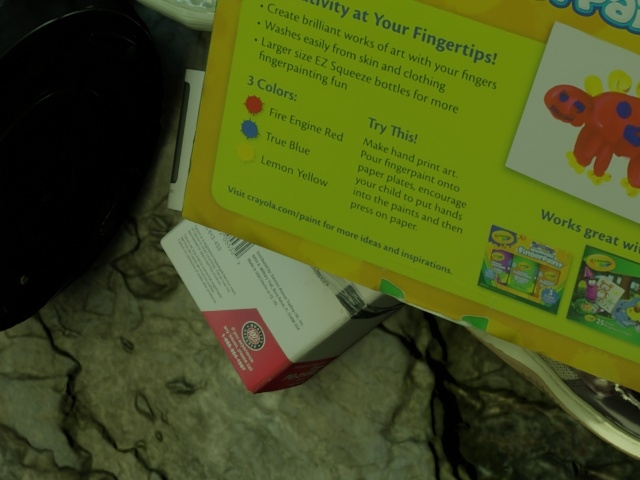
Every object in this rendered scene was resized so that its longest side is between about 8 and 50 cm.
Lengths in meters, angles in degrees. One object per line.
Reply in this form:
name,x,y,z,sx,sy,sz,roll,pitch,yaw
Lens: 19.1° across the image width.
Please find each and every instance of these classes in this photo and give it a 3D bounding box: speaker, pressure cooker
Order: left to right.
pressure cooker,-0.406,-0.152,1.780,0.420,0.375,0.370,30,107,25
speaker,-0.109,-0.092,1.794,0.055,0.055,0.136,11,96,29

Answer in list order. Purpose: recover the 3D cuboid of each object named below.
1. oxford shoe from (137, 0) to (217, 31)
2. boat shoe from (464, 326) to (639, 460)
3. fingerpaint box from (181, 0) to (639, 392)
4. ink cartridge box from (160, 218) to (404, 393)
oxford shoe,-0.019,-0.223,1.680,0.449,0.130,0.169,19,71,21
boat shoe,0.234,0.095,1.574,0.285,0.103,0.092,36,112,31
fingerpaint box,0.148,-0.129,1.438,0.444,0.163,0.371,20,119,16
ink cartridge box,0.000,0.000,1.705,0.237,0.100,0.172,-39,73,24
